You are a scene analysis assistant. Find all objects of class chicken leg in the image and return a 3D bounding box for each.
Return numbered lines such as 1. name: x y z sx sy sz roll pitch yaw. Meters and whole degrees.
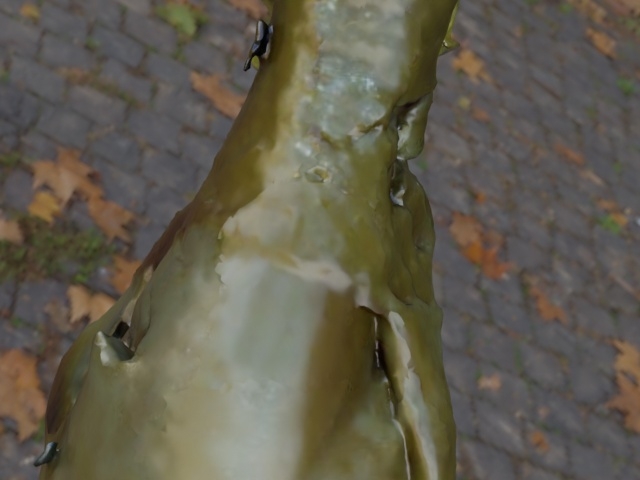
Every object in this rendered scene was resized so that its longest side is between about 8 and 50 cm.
1. chicken leg: 0.000 0.000 0.522 0.152 0.429 0.201 6 12 -42

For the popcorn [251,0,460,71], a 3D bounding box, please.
1. popcorn: 0.021 -0.303 1.147 0.274 0.279 0.335 -38 91 -18
